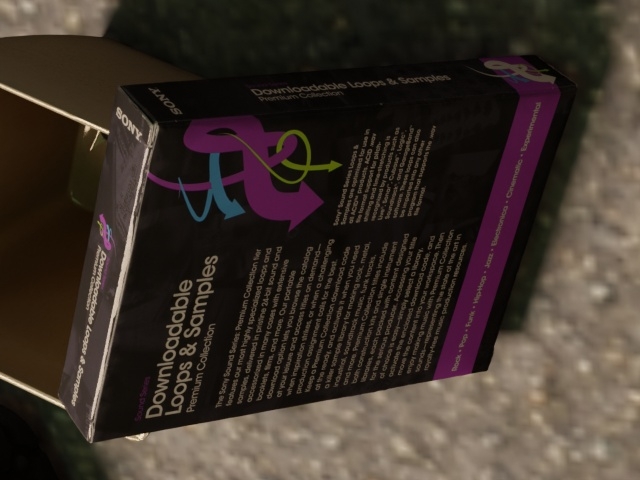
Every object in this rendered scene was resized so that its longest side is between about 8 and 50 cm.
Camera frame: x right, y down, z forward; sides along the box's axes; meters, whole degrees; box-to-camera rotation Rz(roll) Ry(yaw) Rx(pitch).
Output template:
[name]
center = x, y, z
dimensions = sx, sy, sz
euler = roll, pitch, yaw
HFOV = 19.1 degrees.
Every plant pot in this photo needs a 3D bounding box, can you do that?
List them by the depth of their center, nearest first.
[plant pot]
center = -0.077, -0.014, 0.669
dimensions = 0.109, 0.096, 0.109
euler = 23, 119, 14

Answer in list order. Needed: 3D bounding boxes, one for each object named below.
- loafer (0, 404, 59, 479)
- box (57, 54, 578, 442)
[loafer]
center = -0.126, 0.173, 0.795
dimensions = 0.078, 0.076, 0.223
euler = -14, 101, 35
[box]
center = 0.000, 0.000, 0.610
dimensions = 0.029, 0.162, 0.116
euler = 44, 130, 41
